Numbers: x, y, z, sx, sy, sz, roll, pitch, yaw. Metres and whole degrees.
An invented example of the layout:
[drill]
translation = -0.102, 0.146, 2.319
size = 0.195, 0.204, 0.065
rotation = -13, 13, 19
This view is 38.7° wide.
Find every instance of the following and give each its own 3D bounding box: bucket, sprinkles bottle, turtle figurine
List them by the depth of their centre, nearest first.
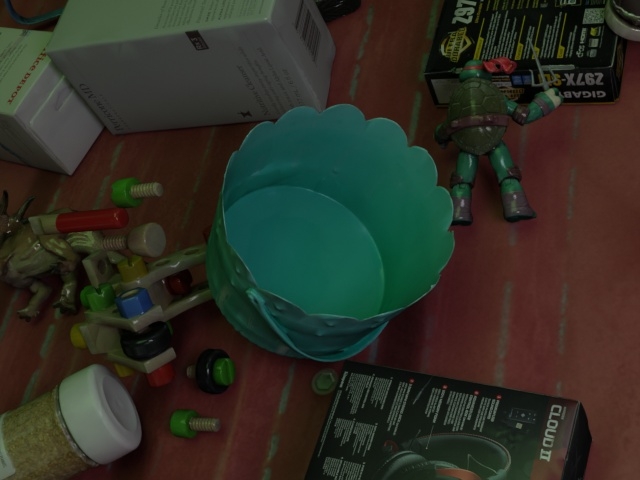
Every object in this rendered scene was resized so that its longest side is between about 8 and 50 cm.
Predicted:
[bucket]
translation = 0.000, 0.000, 1.067
size = 0.281, 0.183, 0.281
rotation = 7, 64, -15
[turtle figurine]
translation = 0.207, -0.139, 1.153
size = 0.175, 0.118, 0.234
rotation = -6, 80, 40
[sprinkles bottle]
translation = -0.408, 0.287, 1.159
size = 0.355, 0.121, 0.121
rotation = -28, 51, 5

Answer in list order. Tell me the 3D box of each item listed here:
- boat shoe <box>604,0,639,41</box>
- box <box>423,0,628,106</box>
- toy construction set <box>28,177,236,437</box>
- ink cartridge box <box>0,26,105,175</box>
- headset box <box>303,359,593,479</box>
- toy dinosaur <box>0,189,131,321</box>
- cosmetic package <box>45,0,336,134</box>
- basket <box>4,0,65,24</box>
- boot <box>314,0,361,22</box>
[boat shoe]
translation = 0.525, -0.326, 1.136
size = 0.324, 0.096, 0.116
rotation = -6, 60, 1
[box]
translation = 0.309, -0.337, 1.297
size = 0.257, 0.079, 0.322
rotation = 2, 58, 27
[toy construction set]
translation = -0.255, 0.060, 1.149
size = 0.237, 0.309, 0.257
rotation = -4, 48, 28
[ink cartridge box]
translation = -0.498, -0.237, 1.529
size = 0.233, 0.168, 0.171
rotation = 13, 65, 31
[headset box]
translation = 0.138, 0.262, 0.937
size = 0.293, 0.110, 0.218
rotation = 6, 60, 27
[toy dinosaur]
translation = -0.420, 0.003, 1.366
size = 0.296, 0.127, 0.200
rotation = -11, 47, 10
[cosmetic package]
translation = -0.195, -0.296, 1.408
size = 0.385, 0.217, 0.156
rotation = -5, 56, 23
[basket]
translation = -0.472, -0.536, 1.672
size = 0.289, 0.254, 0.201
rotation = -10, 47, 6
[boot]
translation = -0.033, -0.443, 1.525
size = 0.190, 0.076, 0.208
rotation = -15, 58, -4
